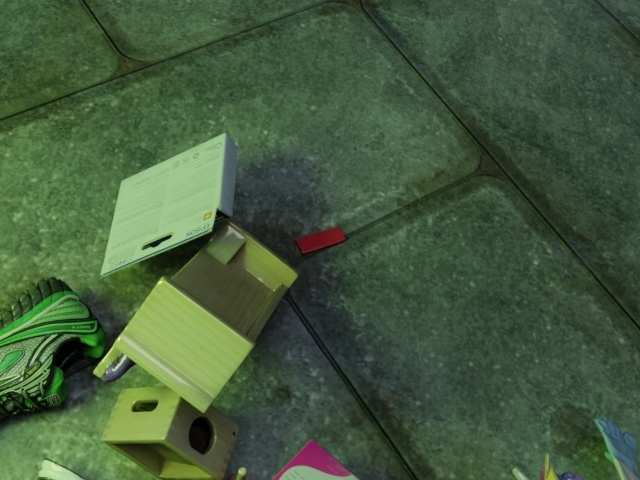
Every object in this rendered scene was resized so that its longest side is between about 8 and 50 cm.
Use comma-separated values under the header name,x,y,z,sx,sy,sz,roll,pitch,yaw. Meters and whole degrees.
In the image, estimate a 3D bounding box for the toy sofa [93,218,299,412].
name,x,y,z,sx,sy,sz,roll,pitch,yaw
toy sofa,-0.162,0.112,1.315,0.150,0.177,0.362,37,16,-2

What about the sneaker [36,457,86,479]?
name,x,y,z,sx,sy,sz,roll,pitch,yaw
sneaker,-0.320,0.374,1.273,0.178,0.072,0.077,22,68,13

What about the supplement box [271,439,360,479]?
name,x,y,z,sx,sy,sz,roll,pitch,yaw
supplement box,-0.049,0.396,1.255,0.111,0.114,0.220,39,53,15

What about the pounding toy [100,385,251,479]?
name,x,y,z,sx,sy,sz,roll,pitch,yaw
pounding toy,-0.162,0.283,1.295,0.181,0.206,0.094,-10,48,36

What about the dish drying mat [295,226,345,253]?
name,x,y,z,sx,sy,sz,roll,pitch,yaw
dish drying mat,0.000,0.000,1.592,0.083,0.008,0.032,-18,62,-19

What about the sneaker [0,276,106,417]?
name,x,y,z,sx,sy,sz,roll,pitch,yaw
sneaker,-0.450,0.200,1.311,0.146,0.134,0.343,37,59,13

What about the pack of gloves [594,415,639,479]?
name,x,y,z,sx,sy,sz,roll,pitch,yaw
pack of gloves,0.485,0.363,1.354,0.195,0.046,0.232,33,20,-11

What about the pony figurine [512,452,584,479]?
name,x,y,z,sx,sy,sz,roll,pitch,yaw
pony figurine,0.382,0.500,1.215,0.351,0.303,0.363,18,71,12

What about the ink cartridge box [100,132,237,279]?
name,x,y,z,sx,sy,sz,roll,pitch,yaw
ink cartridge box,-0.236,-0.046,1.463,0.223,0.045,0.223,-21,42,23
